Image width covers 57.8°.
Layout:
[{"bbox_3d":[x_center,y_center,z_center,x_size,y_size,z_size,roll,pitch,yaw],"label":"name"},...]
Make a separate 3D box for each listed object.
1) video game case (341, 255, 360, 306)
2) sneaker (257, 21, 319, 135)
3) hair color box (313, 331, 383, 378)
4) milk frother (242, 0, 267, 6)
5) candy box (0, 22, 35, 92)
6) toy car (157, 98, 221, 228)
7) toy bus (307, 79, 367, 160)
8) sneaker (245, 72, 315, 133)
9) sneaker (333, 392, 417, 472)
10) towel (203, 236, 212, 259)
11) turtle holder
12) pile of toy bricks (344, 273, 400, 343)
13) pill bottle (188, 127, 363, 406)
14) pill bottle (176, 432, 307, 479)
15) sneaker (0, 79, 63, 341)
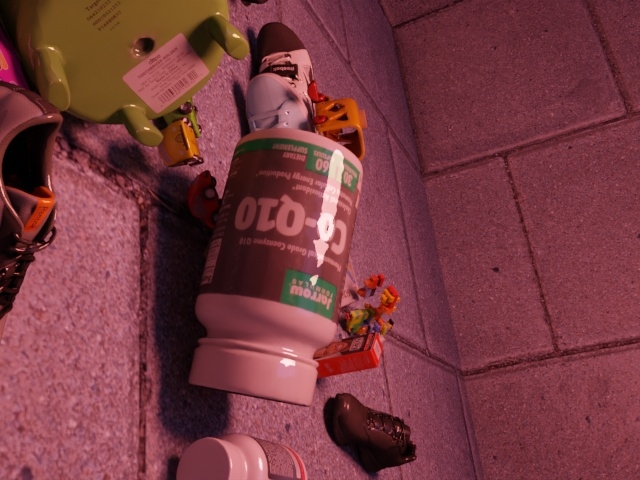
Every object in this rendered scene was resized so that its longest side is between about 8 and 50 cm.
[{"bbox_3d":[0.000,0.000,1.362,0.300,0.036,0.329,-3,78,-69],"label":"video game case"},{"bbox_3d":[-0.074,-0.337,1.272,0.146,0.122,0.331,7,68,-79],"label":"sneaker"},{"bbox_3d":[0.049,0.231,1.166,0.043,0.141,0.072,68,21,-15],"label":"hair color box"},{"bbox_3d":[-0.136,-0.593,1.305,0.143,0.134,0.129,-35,139,-66],"label":"milk frother"},{"bbox_3d":[-0.360,-0.136,0.482,0.233,0.071,0.159,-57,129,-64],"label":"candy box"},{"bbox_3d":[-0.206,-0.150,0.882,0.239,0.053,0.225,80,-7,-60],"label":"toy car"},{"bbox_3d":[0.042,-0.239,1.190,0.191,0.104,0.202,36,46,-82],"label":"toy bus"},{"bbox_3d":[-0.078,-0.159,1.137,0.150,0.135,0.366,-16,90,-74],"label":"sneaker"},{"bbox_3d":[0.119,0.402,1.241,0.286,0.130,0.109,53,31,-42],"label":"sneaker"},{"bbox_3d":[-0.130,0.046,0.963,0.148,0.027,0.110,48,28,-17],"label":"towel"},{"bbox_3d":[-0.260,-0.270,0.643,0.320,0.243,0.227,-6,53,-54],"label":"turtle holder"},{"bbox_3d":[0.104,0.182,1.393,0.118,0.105,0.212,53,-39,39],"label":"pile of toy bricks"},{"bbox_3d":[-0.063,0.041,0.837,0.204,0.204,0.361,39,57,-57],"label":"pill bottle"},{"bbox_3d":[-0.102,0.314,0.766,0.180,0.108,0.108,45,35,-53],"label":"pill bottle"},{"bbox_3d":[-0.271,0.004,0.464,0.100,0.108,0.272,-42,145,-76],"label":"sneaker"}]
